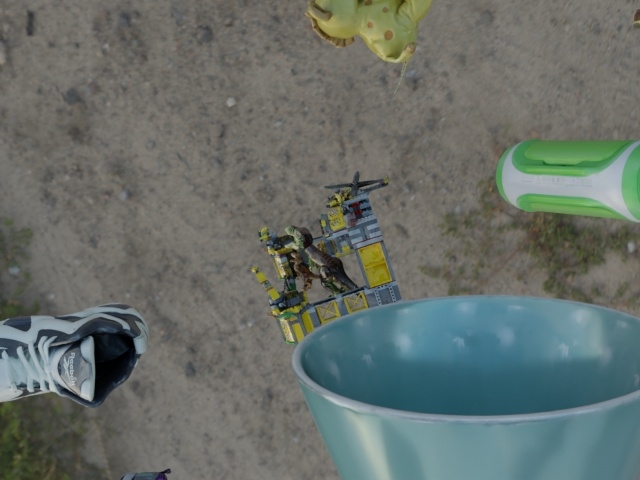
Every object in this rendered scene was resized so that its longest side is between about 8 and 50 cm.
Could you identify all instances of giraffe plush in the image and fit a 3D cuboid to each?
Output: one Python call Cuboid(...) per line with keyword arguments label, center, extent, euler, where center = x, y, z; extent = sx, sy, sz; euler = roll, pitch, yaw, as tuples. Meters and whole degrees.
Cuboid(label="giraffe plush", center=(0.069, -0.345, 1.256), extent=(0.170, 0.181, 0.210), euler=(20, 81, -2))

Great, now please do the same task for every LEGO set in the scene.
Cuboid(label="LEGO set", center=(0.000, 0.000, 1.405), extent=(0.255, 0.331, 0.192), euler=(-14, 116, 10))

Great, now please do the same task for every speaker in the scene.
Cuboid(label="speaker", center=(0.414, -0.098, 1.322), extent=(0.296, 0.131, 0.131), euler=(12, 123, 60))

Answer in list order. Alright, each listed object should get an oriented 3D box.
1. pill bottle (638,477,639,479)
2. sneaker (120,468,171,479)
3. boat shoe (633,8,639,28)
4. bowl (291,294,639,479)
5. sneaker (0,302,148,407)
Cuboid(label="pill bottle", center=(0.468, 0.475, 1.323), extent=(0.408, 0.229, 0.229), euler=(44, 122, 19))
Cuboid(label="sneaker", center=(-0.307, 0.530, 1.535), extent=(0.098, 0.083, 0.223), euler=(-9, 71, -3))
Cuboid(label="boat shoe", center=(0.538, -0.342, 1.236), extent=(0.178, 0.064, 0.060), euler=(-9, 101, -13))
Cuboid(label="bowl", center=(0.138, 0.161, 0.709), extent=(0.312, 0.311, 0.163), euler=(0, 102, 23))
Cuboid(label="sneaker", center=(-0.298, 0.136, 0.928), extent=(0.153, 0.235, 0.094), euler=(-171, 74, -68))
